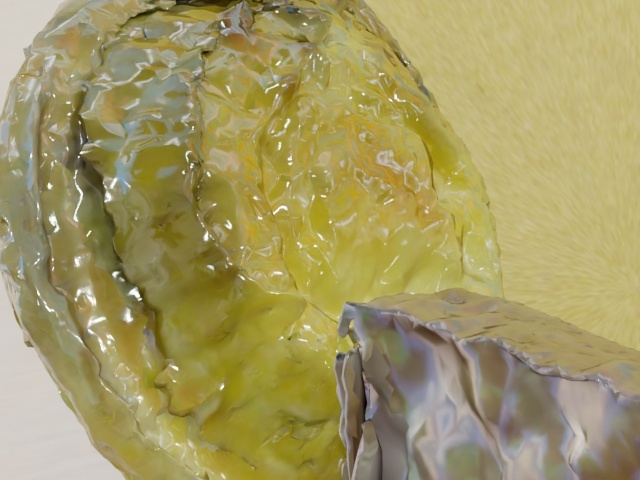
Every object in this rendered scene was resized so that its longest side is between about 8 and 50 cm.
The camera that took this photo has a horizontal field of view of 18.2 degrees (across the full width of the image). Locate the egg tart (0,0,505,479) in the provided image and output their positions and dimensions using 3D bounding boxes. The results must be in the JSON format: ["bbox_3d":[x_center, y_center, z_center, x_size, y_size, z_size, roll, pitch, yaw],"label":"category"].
[{"bbox_3d":[0.000,0.000,0.820,0.107,0.291,0.291,-24,84,41],"label":"egg tart"}]

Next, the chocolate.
[{"bbox_3d":[0.120,0.078,0.275,0.329,0.065,0.102,16,118,46],"label":"chocolate"}]
